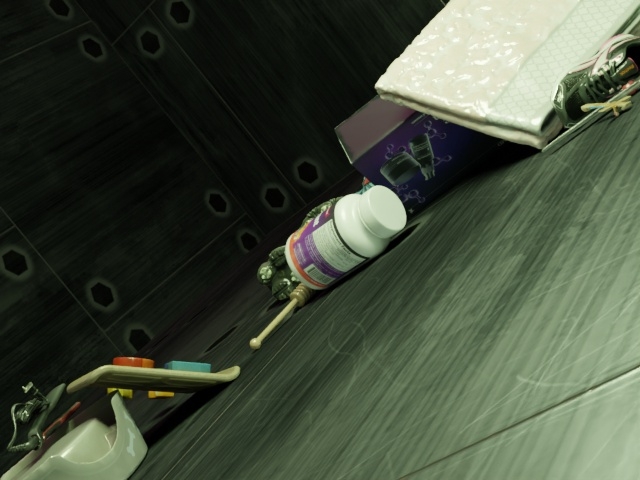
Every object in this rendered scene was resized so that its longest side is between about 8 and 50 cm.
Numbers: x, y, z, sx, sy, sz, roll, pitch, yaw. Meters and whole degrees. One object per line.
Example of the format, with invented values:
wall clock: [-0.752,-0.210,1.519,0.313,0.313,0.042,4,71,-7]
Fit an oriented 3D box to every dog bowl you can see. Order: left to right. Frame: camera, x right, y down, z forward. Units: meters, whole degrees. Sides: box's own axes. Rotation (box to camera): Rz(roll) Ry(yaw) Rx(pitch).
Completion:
dog bowl: [-0.400,0.367,1.611,0.349,0.102,0.349,-39,4,3]

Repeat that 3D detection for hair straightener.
hair straightener: [-0.448,0.270,1.731,0.047,0.089,0.230,-36,5,14]

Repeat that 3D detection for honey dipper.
honey dipper: [-0.063,0.126,1.816,0.160,0.030,0.030,-48,9,-36]

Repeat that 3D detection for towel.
towel: [0.292,-0.297,1.650,0.317,0.053,0.332,25,65,40]

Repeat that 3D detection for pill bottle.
pill bottle: [0.042,-0.008,1.759,0.193,0.108,0.108,-35,6,39]

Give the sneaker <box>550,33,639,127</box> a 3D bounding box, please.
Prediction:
sneaker: [0.383,-0.223,1.479,0.178,0.072,0.077,-46,17,-16]

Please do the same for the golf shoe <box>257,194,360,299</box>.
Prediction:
golf shoe: [0.000,0.000,2.081,0.273,0.105,0.120,-37,-2,19]

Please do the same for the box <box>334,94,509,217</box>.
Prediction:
box: [0.186,-0.186,1.817,0.261,0.184,0.103,-38,45,15]

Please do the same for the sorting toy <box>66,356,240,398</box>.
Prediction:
sorting toy: [-0.280,0.219,1.756,0.229,0.041,0.307,3,-13,-23]

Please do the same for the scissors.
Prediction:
scissors: [0.411,-0.206,1.408,0.297,0.021,0.109,-37,7,33]

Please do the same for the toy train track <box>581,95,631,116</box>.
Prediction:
toy train track: [0.354,-0.163,1.369,0.048,0.014,0.083,-28,16,-21]

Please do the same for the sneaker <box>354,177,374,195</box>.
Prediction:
sneaker: [0.140,-0.149,2.259,0.262,0.125,0.104,-33,7,48]
